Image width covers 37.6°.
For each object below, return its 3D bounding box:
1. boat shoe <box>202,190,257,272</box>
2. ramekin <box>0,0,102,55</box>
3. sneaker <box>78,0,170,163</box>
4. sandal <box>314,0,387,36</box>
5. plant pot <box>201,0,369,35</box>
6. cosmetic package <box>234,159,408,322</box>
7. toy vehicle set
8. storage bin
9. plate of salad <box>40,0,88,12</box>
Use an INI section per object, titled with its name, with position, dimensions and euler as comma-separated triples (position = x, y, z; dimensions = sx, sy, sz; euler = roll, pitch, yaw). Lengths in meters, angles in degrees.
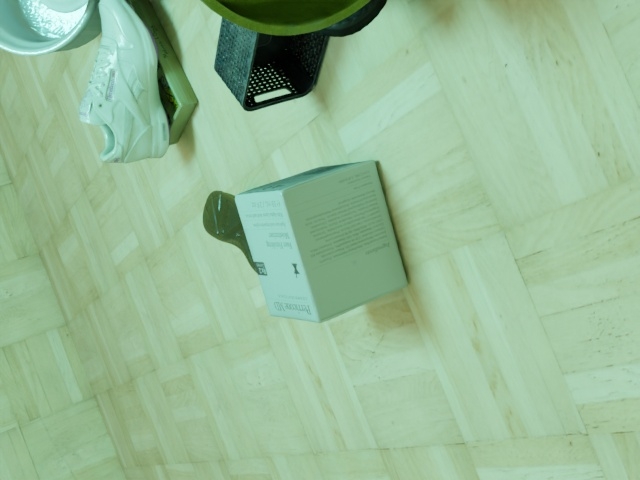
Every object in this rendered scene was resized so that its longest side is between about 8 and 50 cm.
[boat shoe]
position = -0.081, -0.009, 1.515
dimensions = 0.285, 0.089, 0.105
euler = 34, 110, 43
[ramekin]
position = -0.518, -0.485, 1.772
dimensions = 0.135, 0.277, 0.277
euler = -30, -77, -74
[sneaker]
position = -0.359, -0.280, 1.662
dimensions = 0.114, 0.152, 0.305
euler = 19, 123, 58
[sandal]
position = -0.040, -0.394, 1.144
dimensions = 0.446, 0.167, 0.107
euler = 57, 179, 30
[plant pot]
position = -0.118, -0.436, 0.951
dimensions = 0.353, 0.366, 0.366
euler = 32, 134, 39
[cosmetic package]
position = 0.000, 0.000, 1.290
dimensions = 0.151, 0.151, 0.184
euler = -1, 107, 61
[toy vehicle set]
position = -0.317, -0.327, 1.756
dimensions = 0.267, 0.035, 0.166
euler = 63, 151, 12
[storage bin]
position = -0.062, -0.273, 1.254
dimensions = 0.084, 0.122, 0.180
euler = 54, 148, 27
[plate of salad]
position = -0.451, -0.501, 1.647
dimensions = 0.200, 0.048, 0.200
euler = 11, 110, 32
